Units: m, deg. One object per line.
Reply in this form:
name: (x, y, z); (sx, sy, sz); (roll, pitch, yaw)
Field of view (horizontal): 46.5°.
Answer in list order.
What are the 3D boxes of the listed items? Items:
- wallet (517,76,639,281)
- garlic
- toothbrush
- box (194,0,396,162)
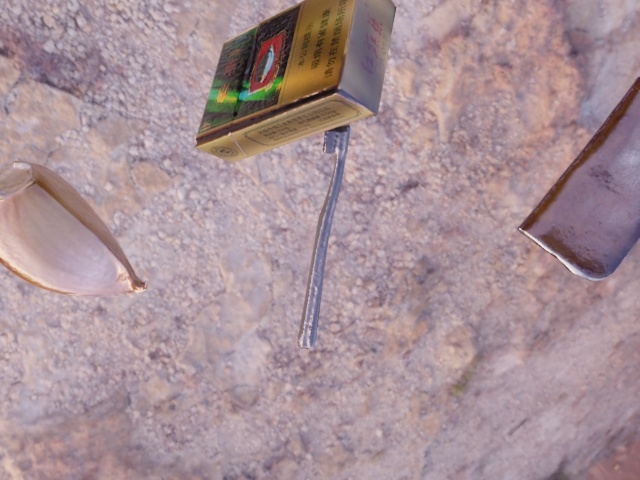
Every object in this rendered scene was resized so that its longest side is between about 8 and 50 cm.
wallet: (0.385, -0.072, 0.959); (0.255, 0.137, 0.031); (-51, 171, 3)
garlic: (-0.309, -0.007, 0.891); (0.128, 0.115, 0.207); (-37, 117, 21)
toothbrush: (0.000, 0.000, 0.921); (0.031, 0.030, 0.297); (6, 106, -10)
box: (-0.034, -0.190, 0.861); (0.071, 0.240, 0.159); (28, 61, -40)
